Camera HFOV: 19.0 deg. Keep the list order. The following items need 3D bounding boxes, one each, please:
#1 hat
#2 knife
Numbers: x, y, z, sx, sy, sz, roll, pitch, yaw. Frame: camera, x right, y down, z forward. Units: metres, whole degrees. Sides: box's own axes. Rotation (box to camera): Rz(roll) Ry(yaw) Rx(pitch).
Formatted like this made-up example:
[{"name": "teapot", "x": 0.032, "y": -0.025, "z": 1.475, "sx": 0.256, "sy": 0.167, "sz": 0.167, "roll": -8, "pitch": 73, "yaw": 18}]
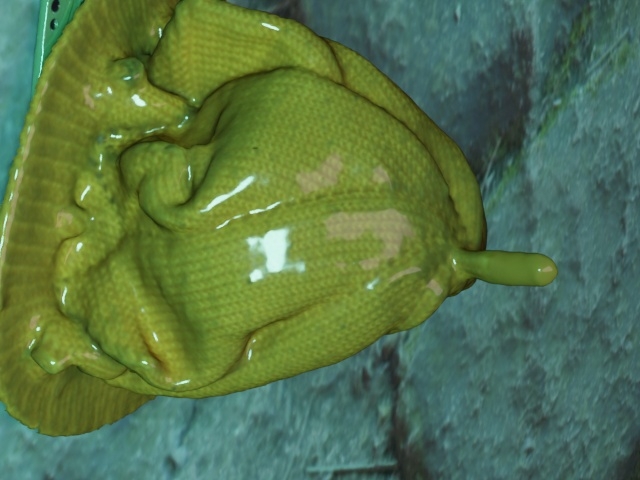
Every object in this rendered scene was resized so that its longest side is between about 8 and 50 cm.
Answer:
[{"name": "hat", "x": 0.000, "y": 0.000, "z": 0.912, "sx": 0.244, "sy": 0.233, "sz": 0.233, "roll": -47, "pitch": 139, "yaw": -48}, {"name": "knife", "x": -0.119, "y": -0.130, "z": 0.895, "sx": 0.030, "sy": 0.014, "sz": 0.207, "roll": -1, "pitch": 101, "yaw": -64}]
